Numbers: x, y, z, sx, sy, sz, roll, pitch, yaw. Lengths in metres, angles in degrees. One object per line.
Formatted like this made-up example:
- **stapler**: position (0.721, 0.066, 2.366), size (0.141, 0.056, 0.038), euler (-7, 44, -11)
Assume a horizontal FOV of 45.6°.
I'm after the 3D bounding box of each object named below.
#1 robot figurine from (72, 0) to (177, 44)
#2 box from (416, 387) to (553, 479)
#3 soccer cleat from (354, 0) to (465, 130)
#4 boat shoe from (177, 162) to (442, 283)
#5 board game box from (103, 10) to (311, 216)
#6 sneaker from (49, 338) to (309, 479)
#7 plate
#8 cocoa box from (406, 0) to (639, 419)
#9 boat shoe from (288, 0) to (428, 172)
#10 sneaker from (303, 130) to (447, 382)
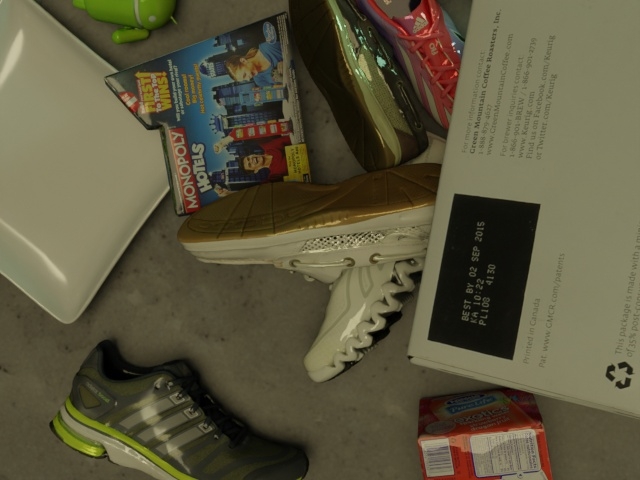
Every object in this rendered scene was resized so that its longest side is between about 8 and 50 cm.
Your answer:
- **robot figurine**: position (-0.208, -0.265, 0.820), size (0.115, 0.067, 0.101), euler (12, 127, 7)
- **box**: position (0.186, 0.298, 0.808), size (0.128, 0.122, 0.257), euler (-10, 96, 10)
- **soccer cleat**: position (0.114, -0.191, 0.766), size (0.083, 0.095, 0.248), euler (-37, 91, 12)
- **boat shoe**: position (0.000, 0.000, 0.727), size (0.276, 0.098, 0.096), euler (-6, 125, 16)
- **board game box**: position (-0.119, -0.128, 0.794), size (0.194, 0.060, 0.194), euler (-9, 96, -12)
- **sneaker**: position (-0.154, 0.204, 0.859), size (0.299, 0.111, 0.121), euler (16, 96, 4)
- **plate**: position (-0.311, -0.091, 0.871), size (0.278, 0.045, 0.277), euler (38, 100, 2)
- **cocoa box**: position (0.247, -0.044, 0.641), size (0.231, 0.228, 0.348), euler (10, 89, 33)
- **boat shoe**: position (0.038, -0.174, 0.759), size (0.073, 0.080, 0.224), euler (-20, 83, -28)
- **sneaker**: position (0.059, 0.016, 0.806), size (0.118, 0.110, 0.292), euler (34, 93, 11)
